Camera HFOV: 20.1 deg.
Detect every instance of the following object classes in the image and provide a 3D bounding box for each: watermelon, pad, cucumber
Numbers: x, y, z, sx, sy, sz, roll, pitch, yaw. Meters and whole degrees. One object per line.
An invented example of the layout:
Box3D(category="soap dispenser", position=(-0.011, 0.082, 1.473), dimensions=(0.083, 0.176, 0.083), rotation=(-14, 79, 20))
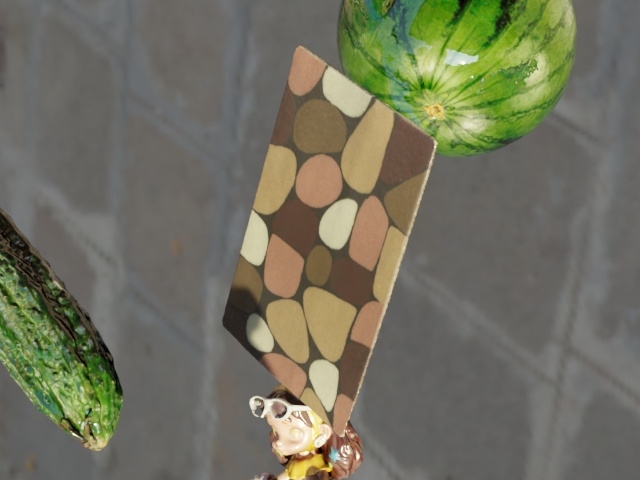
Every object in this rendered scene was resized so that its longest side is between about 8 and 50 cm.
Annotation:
Box3D(category="watermelon", position=(0.133, -0.202, 1.762), dimensions=(0.242, 0.242, 0.242), rotation=(21, 115, 52))
Box3D(category="pad", position=(0.000, 0.000, 1.267), dimensions=(0.158, 0.003, 0.235), rotation=(39, 123, 40))
Box3D(category="cucumber", position=(-0.212, 0.048, 1.287), dimensions=(0.265, 0.077, 0.077), rotation=(43, 132, 39))

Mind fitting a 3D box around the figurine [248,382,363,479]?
Box3D(category="figurine", position=(-0.011, 0.281, 2.186), dimensions=(0.175, 0.116, 0.240), rotation=(1, 99, 54))
